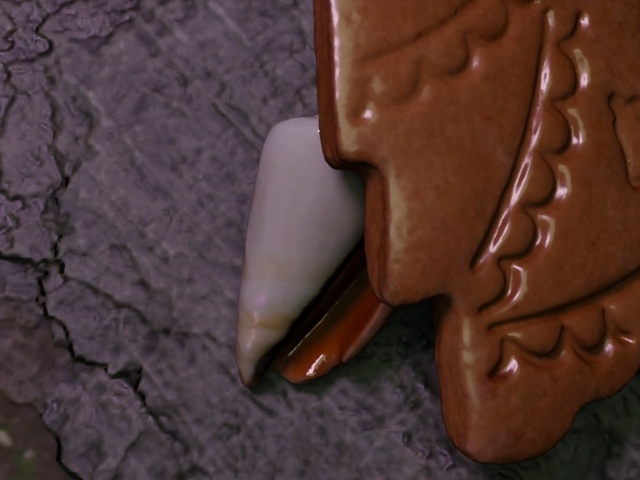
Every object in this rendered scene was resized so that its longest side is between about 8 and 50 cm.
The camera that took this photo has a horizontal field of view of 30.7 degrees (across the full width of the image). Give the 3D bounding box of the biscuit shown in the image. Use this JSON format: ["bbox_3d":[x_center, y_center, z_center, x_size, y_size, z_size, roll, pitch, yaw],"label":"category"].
[{"bbox_3d":[0.107,-0.045,0.611,0.306,0.043,0.284,44,70,-16],"label":"biscuit"}]

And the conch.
[{"bbox_3d":[0.004,0.001,0.639,0.104,0.094,0.176,21,81,-22],"label":"conch"}]
